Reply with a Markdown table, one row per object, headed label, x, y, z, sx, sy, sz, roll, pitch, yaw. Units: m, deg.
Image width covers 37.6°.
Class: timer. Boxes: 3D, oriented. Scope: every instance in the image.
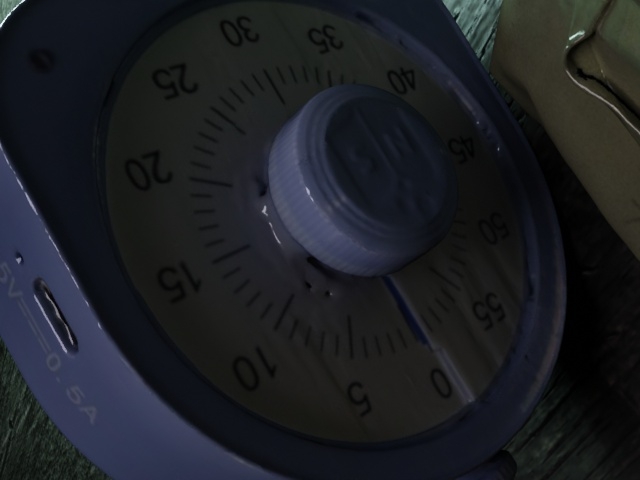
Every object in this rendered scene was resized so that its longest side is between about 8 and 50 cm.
| label | x | y | z | sx | sy | sz | roll | pitch | yaw |
| --- | --- | --- | --- | --- | --- | --- | --- | --- | --- |
| timer | 0.000 | 0.000 | 0.580 | 0.173 | 0.394 | 0.395 | -36 | 69 | 47 |

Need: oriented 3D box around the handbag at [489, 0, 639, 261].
| label | x | y | z | sx | sy | sz | roll | pitch | yaw |
| --- | --- | --- | --- | --- | --- | --- | --- | --- | --- |
| handbag | 0.187 | -0.105 | 0.460 | 0.253 | 0.109 | 0.316 | 58 | 166 | 22 |
